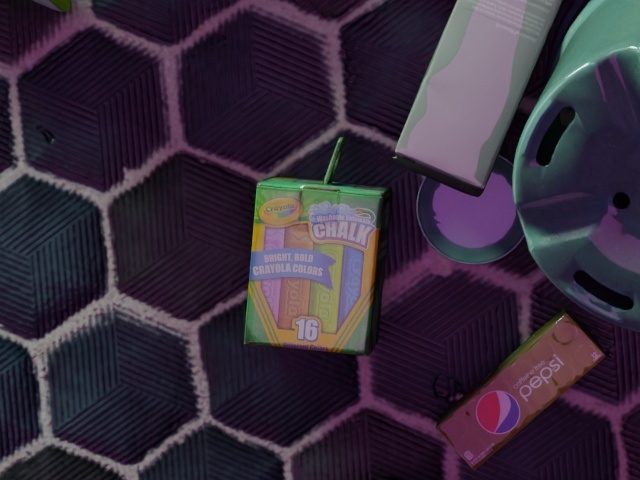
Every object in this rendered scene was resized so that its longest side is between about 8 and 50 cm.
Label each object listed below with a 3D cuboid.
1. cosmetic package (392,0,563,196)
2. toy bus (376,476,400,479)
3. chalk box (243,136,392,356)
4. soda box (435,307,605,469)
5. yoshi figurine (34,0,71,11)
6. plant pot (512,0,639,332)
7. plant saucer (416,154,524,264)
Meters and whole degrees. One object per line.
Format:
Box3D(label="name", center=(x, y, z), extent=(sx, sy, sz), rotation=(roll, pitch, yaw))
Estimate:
Box3D(label="cosmetic package", center=(0.161, -0.169, 1.682), extent=(0.107, 0.127, 0.238), rotation=(20, 91, 4))
Box3D(label="toy bus", center=(0.178, 0.325, 1.740), extent=(0.333, 0.108, 0.130), rotation=(3, 96, 6))
Box3D(label="chalk box", center=(0.000, 0.000, 1.723), extent=(0.132, 0.132, 0.213), rotation=(5, 94, 6))
Box3D(label="soda box", center=(0.205, 0.152, 1.747), extent=(0.181, 0.058, 0.061), rotation=(-42, 89, 7))
Box3D(label="yoshi figurine", center=(-0.227, -0.363, 1.678), extent=(0.362, 0.203, 0.203), rotation=(-16, 83, -10))
Box3D(label="plant pot", center=(0.335, -0.088, 1.528), extent=(0.341, 0.334, 0.341), rotation=(7, 111, 18))
Box3D(label="plant saucer", center=(0.159, -0.035, 1.757), extent=(0.119, 0.021, 0.119), rotation=(0, 94, 7))
